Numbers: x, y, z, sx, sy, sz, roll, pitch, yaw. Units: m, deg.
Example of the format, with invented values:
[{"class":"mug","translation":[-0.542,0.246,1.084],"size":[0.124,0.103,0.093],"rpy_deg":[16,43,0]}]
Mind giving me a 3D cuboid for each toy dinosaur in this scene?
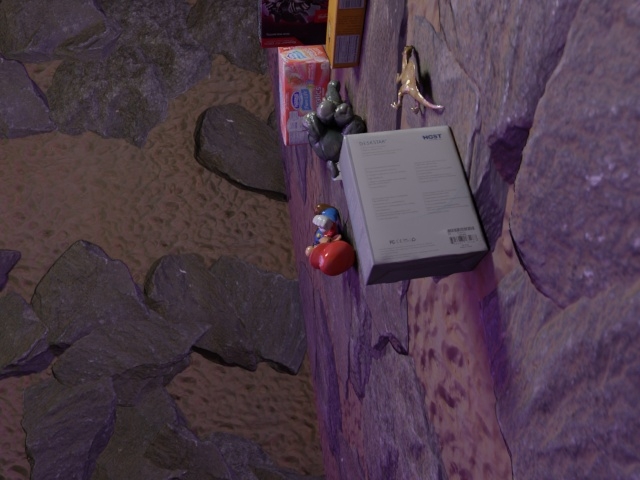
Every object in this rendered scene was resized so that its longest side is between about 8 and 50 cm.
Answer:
[{"class":"toy dinosaur","translation":[0.162,-0.273,1.052],"size":[0.092,0.053,0.183],"rpy_deg":[99,163,-54]}]

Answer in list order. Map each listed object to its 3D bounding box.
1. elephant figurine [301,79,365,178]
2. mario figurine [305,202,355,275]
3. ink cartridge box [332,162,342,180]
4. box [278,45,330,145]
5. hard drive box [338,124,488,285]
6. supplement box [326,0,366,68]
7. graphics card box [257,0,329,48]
[{"class":"elephant figurine","translation":[0.038,-0.311,1.590],"size":[0.169,0.186,0.239],"rpy_deg":[42,-167,-13]},{"class":"mario figurine","translation":[0.000,0.000,1.864],"size":[0.198,0.170,0.320],"rpy_deg":[50,-166,-23]},{"class":"ink cartridge box","translation":[0.051,-0.232,1.852],"size":[0.048,0.028,0.083],"rpy_deg":[-149,54,-78]},{"class":"box","translation":[-0.058,-0.482,1.959],"size":[0.142,0.154,0.300],"rpy_deg":[-107,13,-47]},{"class":"hard drive box","translation":[0.140,-0.060,0.938],"size":[0.089,0.181,0.232],"rpy_deg":[100,162,-65]},{"class":"supplement box","translation":[0.061,-0.535,1.422],"size":[0.233,0.080,0.078],"rpy_deg":[99,163,-53]},{"class":"graphics card box","translation":[-0.047,-0.667,1.501],"size":[0.371,0.233,0.094],"rpy_deg":[99,163,-57]}]
